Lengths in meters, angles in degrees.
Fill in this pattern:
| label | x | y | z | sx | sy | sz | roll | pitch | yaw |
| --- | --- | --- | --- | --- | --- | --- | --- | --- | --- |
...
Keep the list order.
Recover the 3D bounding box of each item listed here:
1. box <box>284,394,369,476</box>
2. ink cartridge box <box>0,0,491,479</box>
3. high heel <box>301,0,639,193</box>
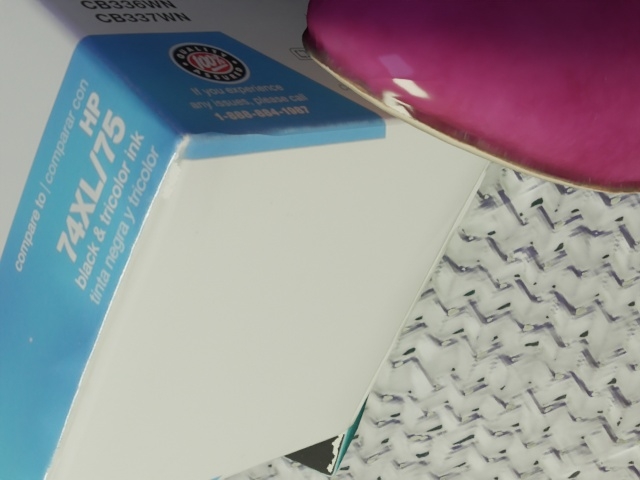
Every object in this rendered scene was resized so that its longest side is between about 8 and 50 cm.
| label | x | y | z | sx | sy | sz | roll | pitch | yaw |
| --- | --- | --- | --- | --- | --- | --- | --- | --- | --- |
| box | 0.000 | 0.000 | 0.676 | 0.101 | 0.060 | 0.244 | 21 | 114 | 10 |
| ink cartridge box | -0.101 | -0.047 | 0.558 | 0.270 | 0.198 | 0.197 | 42 | 123 | 28 |
| high heel | 0.137 | -0.133 | 0.426 | 0.127 | 0.377 | 0.181 | 37 | 121 | 20 |
